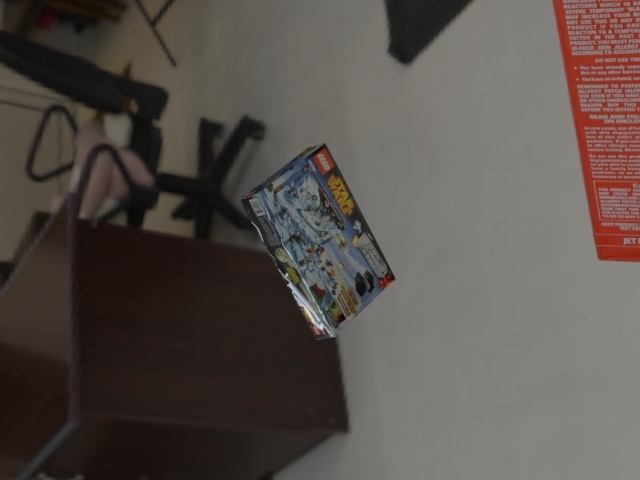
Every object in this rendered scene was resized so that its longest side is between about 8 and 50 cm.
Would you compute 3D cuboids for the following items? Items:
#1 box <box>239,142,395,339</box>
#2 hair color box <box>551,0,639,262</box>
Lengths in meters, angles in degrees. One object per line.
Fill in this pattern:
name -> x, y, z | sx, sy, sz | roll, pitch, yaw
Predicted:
box -> 0.000, 0.000, 0.936 | 0.027, 0.094, 0.137 | -13, 110, 47
hair color box -> 0.118, -0.077, 0.400 | 0.053, 0.167, 0.093 | 2, 52, 21
